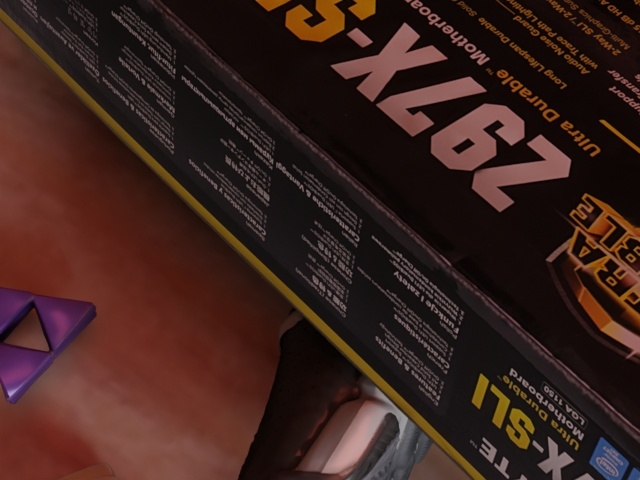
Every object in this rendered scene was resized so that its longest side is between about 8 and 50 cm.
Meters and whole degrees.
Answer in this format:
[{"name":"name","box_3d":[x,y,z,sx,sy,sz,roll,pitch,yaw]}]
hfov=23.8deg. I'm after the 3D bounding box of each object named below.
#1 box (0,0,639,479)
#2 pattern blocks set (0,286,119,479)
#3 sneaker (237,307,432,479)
[{"name":"box","box_3d":[0.073,-0.073,0.484,0.257,0.079,0.322,-33,62,-29]},{"name":"pattern blocks set","box_3d":[-0.103,0.169,0.468,0.285,0.026,0.325,-6,70,-8]},{"name":"sneaker","box_3d":[0.000,0.000,0.516,0.132,0.086,0.229,29,53,12]}]
